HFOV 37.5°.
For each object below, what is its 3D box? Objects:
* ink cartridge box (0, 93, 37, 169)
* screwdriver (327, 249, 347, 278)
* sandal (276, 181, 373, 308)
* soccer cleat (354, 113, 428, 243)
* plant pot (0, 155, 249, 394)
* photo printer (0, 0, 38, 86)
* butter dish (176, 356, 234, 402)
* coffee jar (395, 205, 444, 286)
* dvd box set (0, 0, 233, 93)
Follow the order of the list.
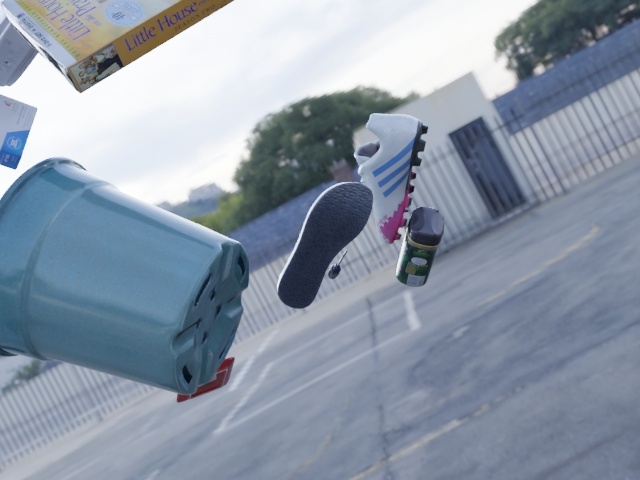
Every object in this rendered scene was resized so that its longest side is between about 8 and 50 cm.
[{"bbox_3d":[-0.756,-0.262,2.069,0.231,0.134,0.078,19,-28,-20],"label":"ink cartridge box"},{"bbox_3d":[0.040,0.044,1.881,0.025,0.024,0.170,-32,-11,-23],"label":"screwdriver"},{"bbox_3d":[-0.001,0.000,1.676,0.254,0.097,0.054,-56,12,8],"label":"sandal"},{"bbox_3d":[0.138,-0.138,2.048,0.116,0.143,0.331,-72,-7,-49],"label":"soccer cleat"},{"bbox_3d":[-0.314,0.076,1.506,0.334,0.341,0.341,18,15,15],"label":"plant pot"},{"bbox_3d":[-0.648,-0.524,2.093,0.256,0.107,0.308,-33,40,44],"label":"photo printer"},{"bbox_3d":[-0.327,0.340,2.537,0.160,0.118,0.160,-18,-30,-27],"label":"butter dish"},{"bbox_3d":[0.222,0.013,2.107,0.184,0.079,0.096,102,180,-48],"label":"coffee jar"},{"bbox_3d":[-0.315,-0.444,1.646,0.420,0.307,0.062,-35,-42,-14],"label":"dvd box set"}]
